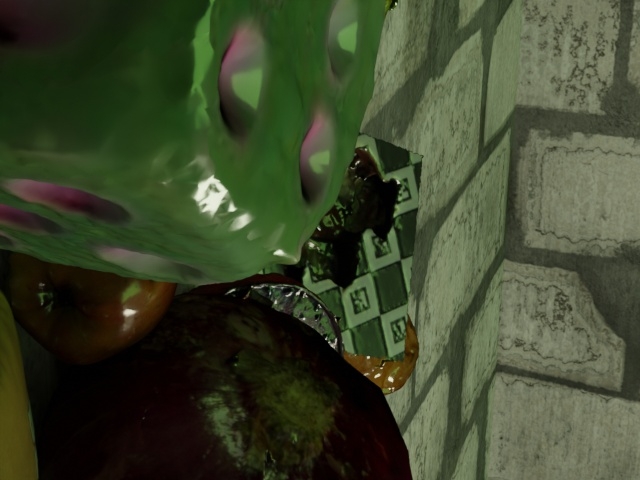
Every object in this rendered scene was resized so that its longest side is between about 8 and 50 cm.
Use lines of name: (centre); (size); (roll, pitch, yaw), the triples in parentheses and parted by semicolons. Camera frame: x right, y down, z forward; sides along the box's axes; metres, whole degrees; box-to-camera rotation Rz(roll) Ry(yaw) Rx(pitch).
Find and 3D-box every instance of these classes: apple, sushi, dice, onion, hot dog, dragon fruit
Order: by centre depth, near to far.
dice: (-0.147, -0.162, 0.884); (0.318, 0.330, 0.322); (49, 51, -70)
apple: (-0.184, 0.024, 1.149); (0.147, 0.156, 0.158); (37, 30, -22)
onion: (-0.110, 0.240, 1.302); (0.385, 0.347, 0.348); (-49, -174, 40)
dragon fruit: (-0.100, 0.120, 1.500); (0.218, 0.148, 0.224); (15, 103, -32)
sushi: (0.000, 0.000, 1.769); (0.294, 0.059, 0.292); (16, 77, -42)
hot dog: (0.040, 0.091, 1.945); (0.272, 0.122, 0.196); (56, 44, -43)

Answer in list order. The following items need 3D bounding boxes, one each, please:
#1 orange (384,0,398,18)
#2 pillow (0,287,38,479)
orange: (-0.035, -0.282, 1.359); (0.301, 0.223, 0.300); (-52, 142, -55)
pillow: (-0.267, 0.216, 1.000); (0.312, 0.119, 0.310); (-85, 175, -70)
